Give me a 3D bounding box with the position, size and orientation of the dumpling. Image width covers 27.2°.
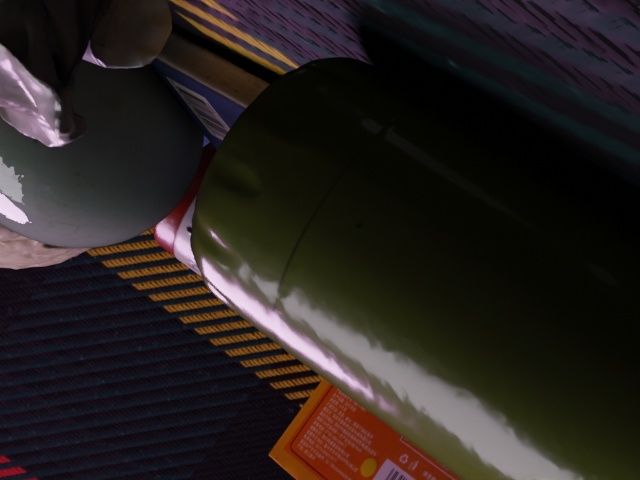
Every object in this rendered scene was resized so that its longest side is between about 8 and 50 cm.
[{"bbox_3d":[-0.161,-0.115,0.616,0.188,0.108,0.127,58,157,14],"label":"dumpling"}]

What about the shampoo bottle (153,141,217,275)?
[{"bbox_3d":[-0.052,-0.008,1.013,0.278,0.104,0.104,35,175,14],"label":"shampoo bottle"}]

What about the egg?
[{"bbox_3d":[-0.152,-0.070,0.817,0.149,0.149,0.192,35,-176,18],"label":"egg"}]

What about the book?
[{"bbox_3d":[0.020,-0.011,0.721,0.269,0.025,0.191,34,167,47],"label":"book"}]

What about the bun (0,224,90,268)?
[{"bbox_3d":[-0.311,-0.109,1.140,0.349,0.227,0.352,40,173,-17],"label":"bun"}]

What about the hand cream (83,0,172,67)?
[{"bbox_3d":[-0.169,-0.146,0.733,0.255,0.079,0.048,26,177,45],"label":"hand cream"}]

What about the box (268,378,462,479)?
[{"bbox_3d":[0.154,0.243,1.344,0.259,0.214,0.283,36,177,-40],"label":"box"}]

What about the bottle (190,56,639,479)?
[{"bbox_3d":[0.080,0.038,0.472,0.260,0.112,0.112,34,175,21],"label":"bottle"}]
